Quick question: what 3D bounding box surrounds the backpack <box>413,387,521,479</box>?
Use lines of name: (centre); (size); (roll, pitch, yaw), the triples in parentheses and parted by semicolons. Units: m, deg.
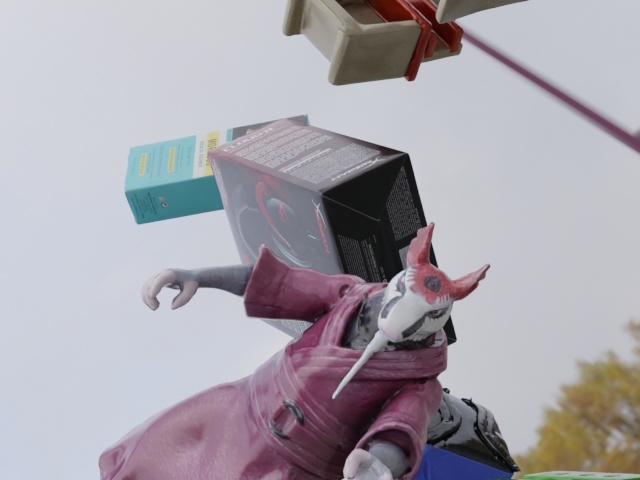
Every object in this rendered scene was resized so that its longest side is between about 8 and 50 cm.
backpack: (0.106, 0.191, 1.275); (0.101, 0.098, 0.120); (-60, 14, 22)

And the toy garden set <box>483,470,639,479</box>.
toy garden set: (0.159, 0.204, 1.033); (0.244, 0.204, 0.049); (0, -96, -36)

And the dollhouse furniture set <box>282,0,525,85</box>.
dollhouse furniture set: (0.065, -0.250, 1.066); (0.135, 0.262, 0.259); (-17, -39, -32)

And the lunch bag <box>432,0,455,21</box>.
lunch bag: (0.066, -0.440, 1.964); (0.212, 0.256, 0.305); (-35, -39, -48)

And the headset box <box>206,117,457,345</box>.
headset box: (0.000, 0.000, 1.538); (0.110, 0.293, 0.218); (-26, -66, -23)

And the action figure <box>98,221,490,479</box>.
action figure: (0.000, 0.139, 1.053); (0.370, 0.248, 0.275); (-43, -32, 21)

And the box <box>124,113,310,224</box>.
box: (-0.128, -0.093, 1.873); (0.100, 0.244, 0.060); (-92, -11, -50)
